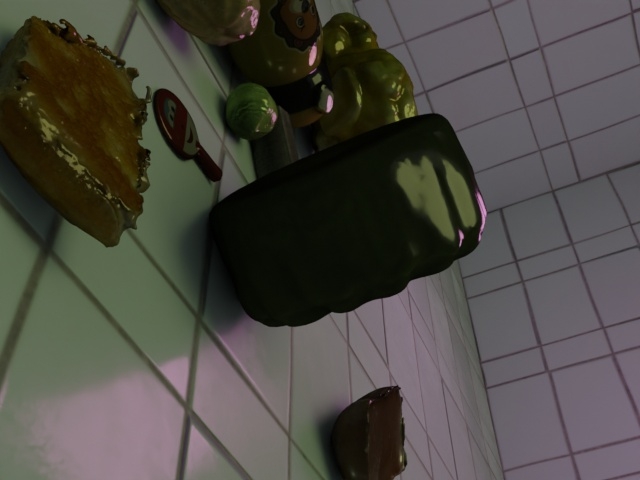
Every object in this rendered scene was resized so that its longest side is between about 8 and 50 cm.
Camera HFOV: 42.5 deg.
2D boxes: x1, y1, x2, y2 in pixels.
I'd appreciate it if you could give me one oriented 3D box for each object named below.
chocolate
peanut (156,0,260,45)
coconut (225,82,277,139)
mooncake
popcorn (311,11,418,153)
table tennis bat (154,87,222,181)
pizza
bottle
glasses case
[{"bbox_3d":[0.074,0.317,1.328,0.261,0.083,0.161,20,70,-71],"label":"chocolate"},{"bbox_3d":[-0.197,-0.424,1.169,0.149,0.149,0.313,-62,129,-70],"label":"peanut"},{"bbox_3d":[-0.110,-0.202,1.306,0.088,0.087,0.096,54,17,-48],"label":"coconut"},{"bbox_3d":[0.038,-0.023,1.087,0.356,0.356,0.194,-57,124,-72],"label":"mooncake"},{"bbox_3d":[0.097,-0.287,1.742,0.293,0.292,0.334,1,36,-38],"label":"popcorn"},{"bbox_3d":[-0.179,-0.137,1.106,0.155,0.019,0.098,55,22,-39],"label":"table tennis bat"},{"bbox_3d":[-0.230,-0.125,0.799,0.189,0.071,0.297,48,21,-29],"label":"pizza"},{"bbox_3d":[-0.077,-0.353,1.393,0.172,0.171,0.351,-91,163,-50],"label":"bottle"},{"bbox_3d":[-0.071,-0.120,1.363,0.047,0.070,0.205,35,38,-61],"label":"glasses case"}]
